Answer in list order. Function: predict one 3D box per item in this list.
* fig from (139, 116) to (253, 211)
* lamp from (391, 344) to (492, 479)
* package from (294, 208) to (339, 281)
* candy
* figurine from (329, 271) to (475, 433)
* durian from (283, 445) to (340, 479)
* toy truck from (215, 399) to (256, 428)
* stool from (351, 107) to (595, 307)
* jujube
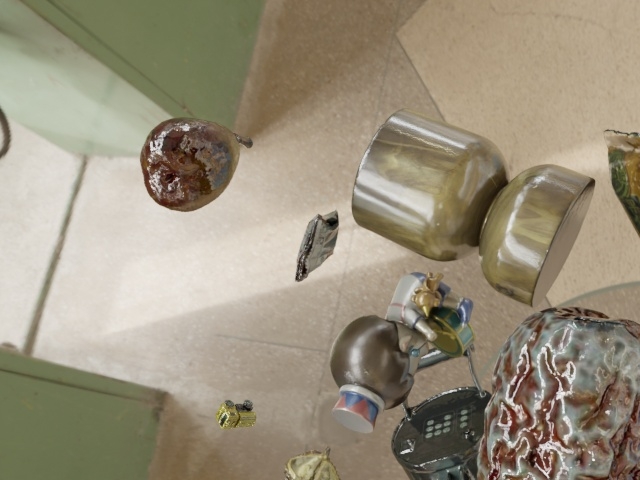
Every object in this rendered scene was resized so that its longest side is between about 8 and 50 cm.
[{"bbox_3d":[-0.208,-0.158,1.341,0.146,0.274,0.170,10,116,30],"label":"fig"},{"bbox_3d":[0.266,0.406,1.298,0.205,0.272,0.374,-23,35,20],"label":"lamp"},{"bbox_3d":[0.000,0.000,0.420,0.015,0.110,0.037,21,97,6],"label":"package"},{"bbox_3d":[0.484,-0.048,1.015,0.101,0.143,0.271,-37,104,3],"label":"candy"},{"bbox_3d":[0.113,0.174,1.116,0.275,0.161,0.158,-39,98,-19],"label":"figurine"},{"bbox_3d":[-0.020,0.390,1.168,0.110,0.140,0.071,47,119,-6],"label":"durian"},{"bbox_3d":[-0.187,0.384,1.580,0.049,0.083,0.054,-61,42,23],"label":"toy truck"},{"bbox_3d":[0.195,-0.048,0.945,0.264,0.179,0.179,27,85,25],"label":"stool"},{"bbox_3d":[0.305,0.233,0.877,0.226,0.226,0.317,13,102,29],"label":"jujube"}]
